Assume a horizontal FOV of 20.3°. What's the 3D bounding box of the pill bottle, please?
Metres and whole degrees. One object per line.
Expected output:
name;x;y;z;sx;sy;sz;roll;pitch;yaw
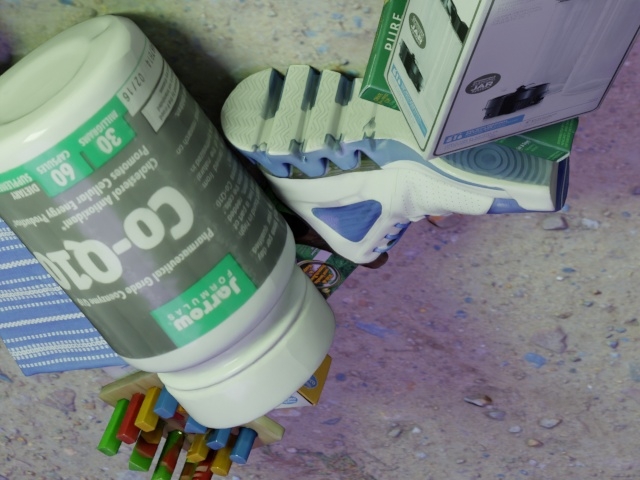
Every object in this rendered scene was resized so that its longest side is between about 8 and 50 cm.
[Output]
pill bottle;-0.151;-0.010;1.633;0.204;0.204;0.361;-17;123;35

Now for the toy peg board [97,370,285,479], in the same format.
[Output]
toy peg board;-0.154;0.219;1.982;0.161;0.079;0.160;34;147;-24

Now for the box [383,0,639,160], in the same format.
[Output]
box;0.159;-0.184;1.336;0.169;0.087;0.290;-16;157;-17

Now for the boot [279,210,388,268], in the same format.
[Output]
boot;0.000;0.000;1.771;0.114;0.037;0.106;18;176;-39

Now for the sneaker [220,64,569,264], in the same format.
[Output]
sneaker;0.079;-0.065;1.642;0.315;0.127;0.182;7;150;18

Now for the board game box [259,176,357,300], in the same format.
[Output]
board game box;-0.034;0.012;1.851;0.136;0.030;0.260;24;144;-14

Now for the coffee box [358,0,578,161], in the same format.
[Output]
coffee box;0.133;-0.147;1.502;0.184;0.113;0.040;16;166;-9

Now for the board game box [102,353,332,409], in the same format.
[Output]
board game box;-0.176;0.079;1.913;0.242;0.064;0.316;-9;139;40

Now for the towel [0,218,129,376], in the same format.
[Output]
towel;-0.307;0.003;1.789;0.243;0.040;0.336;-8;122;41
